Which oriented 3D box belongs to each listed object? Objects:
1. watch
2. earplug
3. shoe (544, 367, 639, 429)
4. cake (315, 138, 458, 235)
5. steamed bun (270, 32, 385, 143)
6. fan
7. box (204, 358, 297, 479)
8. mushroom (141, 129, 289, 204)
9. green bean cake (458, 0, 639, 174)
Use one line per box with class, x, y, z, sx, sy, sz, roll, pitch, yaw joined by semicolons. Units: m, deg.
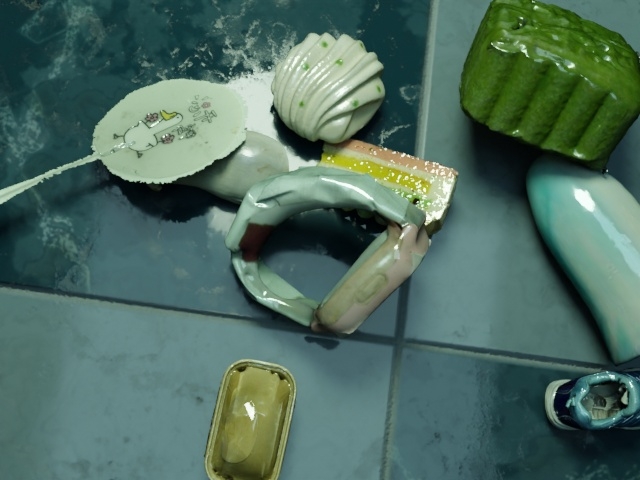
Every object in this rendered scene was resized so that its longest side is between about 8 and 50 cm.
watch;0.000;0.000;1.096;0.241;0.162;0.253;44;110;2
earplug;0.420;0.005;1.152;0.185;0.185;0.324;-31;74;-11
shoe;0.437;0.235;1.123;0.207;0.106;0.092;-4;79;-11
cake;0.098;-0.080;1.200;0.225;0.090;0.110;19;76;19
steamed bun;0.010;-0.244;1.185;0.182;0.106;0.183;1;69;-2
fan;-0.302;-0.135;1.137;0.414;0.012;0.233;-24;49;-12
box;-0.096;0.258;1.074;0.111;0.111;0.177;11;77;-2
mushroom;-0.161;-0.116;1.159;0.225;0.093;0.116;9;98;-8
green bean cake;0.341;-0.246;1.144;0.246;0.156;0.250;23;33;0
